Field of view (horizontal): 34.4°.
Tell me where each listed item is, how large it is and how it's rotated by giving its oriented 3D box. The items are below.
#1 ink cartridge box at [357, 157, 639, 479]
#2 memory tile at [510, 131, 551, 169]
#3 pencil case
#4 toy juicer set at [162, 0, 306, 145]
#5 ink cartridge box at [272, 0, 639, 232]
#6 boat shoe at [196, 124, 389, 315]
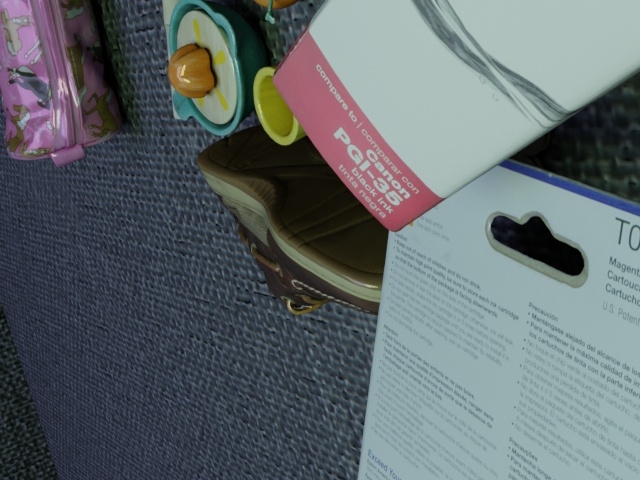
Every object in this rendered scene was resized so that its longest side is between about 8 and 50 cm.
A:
[{"bbox_3d":[0.135,0.117,0.622,0.324,0.071,0.330,33,120,58],"label":"ink cartridge box"},{"bbox_3d":[0.122,-0.109,0.728,0.113,0.012,0.148,37,139,43],"label":"memory tile"},{"bbox_3d":[-0.343,-0.289,1.244,0.160,0.167,0.386,3,117,20],"label":"pencil case"},{"bbox_3d":[-0.111,-0.202,0.978,0.329,0.089,0.209,14,121,56],"label":"toy juicer set"},{"bbox_3d":[0.123,-0.135,0.476,0.117,0.207,0.283,54,155,0],"label":"ink cartridge box"},{"bbox_3d":[0.000,0.000,0.909,0.342,0.123,0.123,31,142,52],"label":"boat shoe"}]
